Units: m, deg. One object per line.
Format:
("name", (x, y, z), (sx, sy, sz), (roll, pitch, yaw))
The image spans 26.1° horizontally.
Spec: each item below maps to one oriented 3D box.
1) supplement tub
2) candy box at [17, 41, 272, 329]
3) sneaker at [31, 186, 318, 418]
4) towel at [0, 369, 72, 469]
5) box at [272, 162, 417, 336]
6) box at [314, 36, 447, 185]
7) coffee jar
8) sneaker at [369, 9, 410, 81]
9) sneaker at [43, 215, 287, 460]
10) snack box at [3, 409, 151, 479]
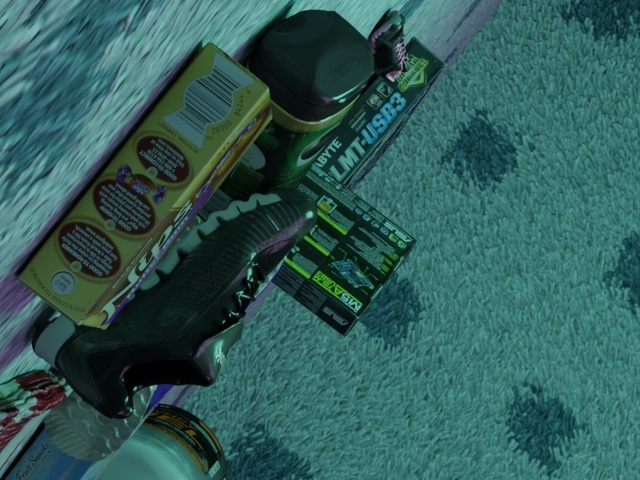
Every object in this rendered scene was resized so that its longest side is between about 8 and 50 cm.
("supplement tub", (-0.236, 0.330, 1.836), (0.207, 0.207, 0.338), (-52, 178, 3))
("candy box", (-0.107, -0.031, 0.883), (0.186, 0.053, 0.109), (-53, 178, -5))
("sneaker", (-0.087, 0.052, 1.017), (0.234, 0.106, 0.078), (-32, 156, -14))
("towel", (-0.295, 0.206, 1.016), (0.237, 0.037, 0.329), (-51, 178, 3))
("box", (0.000, 0.000, 1.650), (0.184, 0.191, 0.045), (-51, 176, -47))
("box", (0.040, -0.122, 2.005), (0.295, 0.073, 0.293), (-51, 177, -17))
("coffee jar", (-0.034, -0.090, 1.054), (0.096, 0.079, 0.184), (-40, 170, -45))
("sneaker", (0.084, -0.221, 1.596), (0.047, 0.057, 0.119), (-49, 175, -21))
("sneaker", (-0.136, 0.060, 1.253), (0.293, 0.102, 0.146), (-47, -178, 4))
("snack box", (-0.252, 0.214, 1.480), (0.174, 0.070, 0.207), (-51, 176, 11))
